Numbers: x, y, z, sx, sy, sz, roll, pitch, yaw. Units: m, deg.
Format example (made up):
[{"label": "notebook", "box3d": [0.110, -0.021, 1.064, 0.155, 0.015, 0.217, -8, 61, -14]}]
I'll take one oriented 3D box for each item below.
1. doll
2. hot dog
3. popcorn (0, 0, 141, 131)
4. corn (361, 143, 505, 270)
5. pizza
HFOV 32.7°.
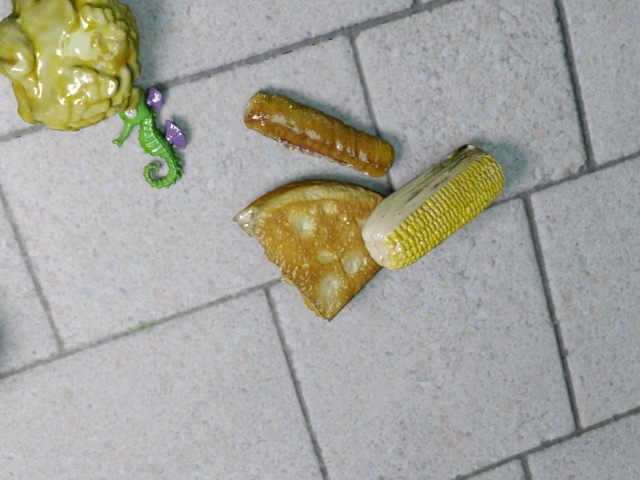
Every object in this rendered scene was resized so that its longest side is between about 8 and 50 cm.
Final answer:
[{"label": "doll", "box3d": [-0.293, -0.175, 1.858, 0.115, 0.050, 0.190, -33, 112, -9]}, {"label": "hot dog", "box3d": [0.003, -0.185, 1.925, 0.289, 0.068, 0.083, 19, 91, -17]}, {"label": "popcorn", "box3d": [-0.393, -0.287, 1.725, 0.255, 0.195, 0.256, 26, 117, -15]}, {"label": "corn", "box3d": [0.204, -0.062, 1.948, 0.305, 0.122, 0.123, -33, 82, -28]}, {"label": "pizza", "box3d": [0.017, -0.030, 1.953, 0.268, 0.087, 0.258, -42, 114, -12]}]
